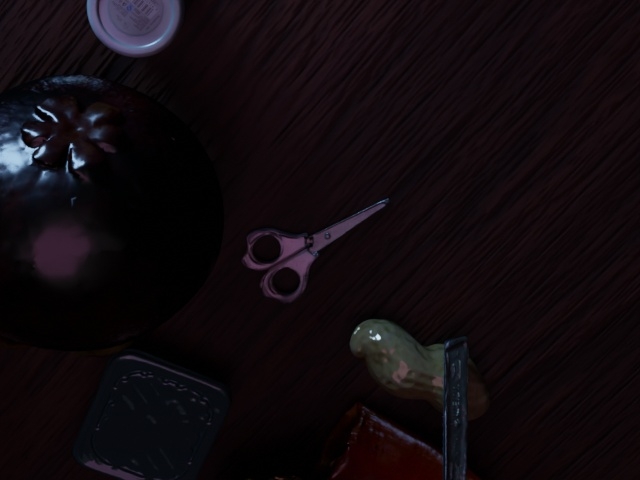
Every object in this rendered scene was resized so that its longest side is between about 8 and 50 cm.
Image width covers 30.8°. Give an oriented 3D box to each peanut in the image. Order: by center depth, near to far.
[{"bbox_3d":[0.120,0.154,1.393,0.187,0.082,0.082,23,110,-7],"label":"peanut"}]

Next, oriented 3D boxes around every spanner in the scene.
[{"bbox_3d":[0.156,0.273,1.336,0.093,0.026,0.325,4,83,-15],"label":"spanner"}]

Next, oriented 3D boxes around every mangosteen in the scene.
[{"bbox_3d":[-0.258,-0.006,1.242,0.307,0.306,0.347,8,142,-2],"label":"mangosteen"}]

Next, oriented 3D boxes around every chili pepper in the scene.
[{"bbox_3d":[0.155,0.337,1.427,0.338,0.134,0.131,28,119,-5],"label":"chili pepper"}]

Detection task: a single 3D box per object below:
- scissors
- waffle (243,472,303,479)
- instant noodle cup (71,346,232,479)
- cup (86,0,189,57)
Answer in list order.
[{"bbox_3d":[0.000,0.000,1.369,0.189,0.015,0.100,-29,105,11],"label":"scissors"},{"bbox_3d":[0.001,0.394,1.419,0.329,0.062,0.329,16,137,15],"label":"waffle"},{"bbox_3d":[-0.204,0.215,1.427,0.157,0.070,0.179,23,109,-9],"label":"instant noodle cup"},{"bbox_3d":[-0.188,-0.268,1.207,0.099,0.133,0.136,-3,111,-1],"label":"cup"}]
